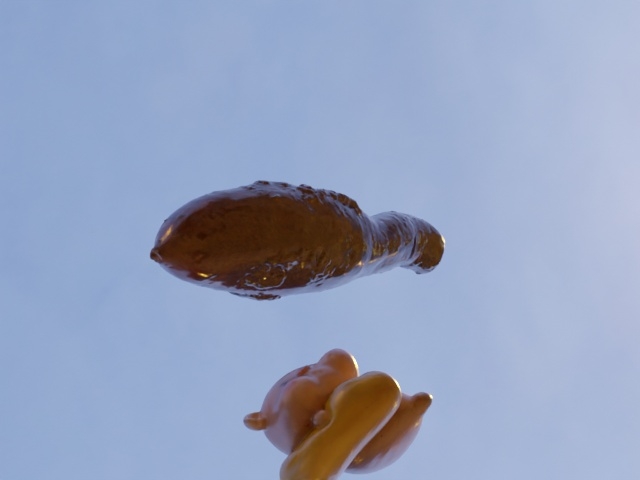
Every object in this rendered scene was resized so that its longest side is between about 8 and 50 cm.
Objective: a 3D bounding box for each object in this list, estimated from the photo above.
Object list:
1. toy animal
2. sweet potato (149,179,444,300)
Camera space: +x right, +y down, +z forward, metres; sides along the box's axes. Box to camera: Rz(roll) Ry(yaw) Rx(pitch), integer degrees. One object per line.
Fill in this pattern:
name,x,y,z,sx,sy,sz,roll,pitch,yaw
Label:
toy animal,0.011,0.100,0.932,0.114,0.091,0.082,-12,-133,-43
sweet potato,0.000,0.000,1.398,0.385,0.109,0.109,0,-100,-45
